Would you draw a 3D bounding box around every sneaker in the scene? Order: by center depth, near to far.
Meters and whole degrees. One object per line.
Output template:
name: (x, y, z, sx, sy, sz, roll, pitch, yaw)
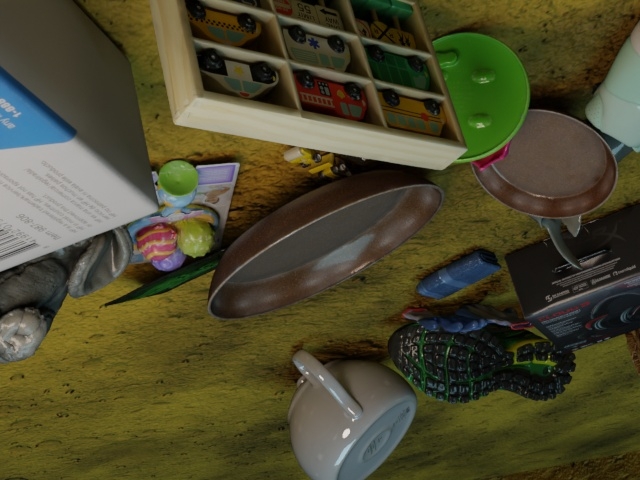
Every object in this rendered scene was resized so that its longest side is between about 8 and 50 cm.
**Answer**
sneaker: (0.413, -0.159, 1.113, 0.256, 0.094, 0.151, 7, 143, -20)
sneaker: (0.256, 0.199, 1.724, 0.344, 0.134, 0.146, 12, -173, -28)

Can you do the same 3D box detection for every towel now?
towel: (0.204, 0.050, 1.513, 0.119, 0.029, 0.067, -30, 151, 31)

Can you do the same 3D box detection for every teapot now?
teapot: (0.031, 0.295, 1.764, 0.253, 0.187, 0.256, -13, 136, -52)

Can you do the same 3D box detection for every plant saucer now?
plant saucer: (0.256, -0.093, 1.162, 0.169, 0.029, 0.168, 16, 141, 13)
plant saucer: (0.000, 0.000, 1.206, 0.311, 0.050, 0.310, -25, 165, -7)

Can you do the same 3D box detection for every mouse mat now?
mouse mat: (-0.157, 0.039, 1.256, 0.190, 0.007, 0.153, -23, 176, 19)

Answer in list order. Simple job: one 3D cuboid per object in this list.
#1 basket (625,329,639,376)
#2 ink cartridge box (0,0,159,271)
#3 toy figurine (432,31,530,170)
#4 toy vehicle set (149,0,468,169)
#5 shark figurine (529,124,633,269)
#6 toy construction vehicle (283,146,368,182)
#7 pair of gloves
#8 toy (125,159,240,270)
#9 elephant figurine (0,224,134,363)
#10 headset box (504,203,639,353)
basket: (0.650, 0.257, 1.867, 0.214, 0.299, 0.223, 1, 151, -29)
ink cartridge box: (-0.371, -0.073, 0.779, 0.395, 0.166, 0.285, -20, 154, 11)
toy figurine: (0.135, -0.123, 1.044, 0.173, 0.130, 0.159, 2, 169, 17)
toy vehicle set: (-0.008, -0.150, 0.818, 0.267, 0.166, 0.035, 6, 148, -37)
shark figurine: (0.307, -0.046, 1.277, 0.166, 0.116, 0.278, -7, 152, -12)
toy construction vehicle: (0.014, -0.099, 1.102, 0.086, 0.035, 0.098, -21, 154, 39)
pair of gloves: (0.236, 0.120, 1.599, 0.198, 0.023, 0.159, -3, -173, -28)
toy: (-0.167, -0.009, 1.156, 0.137, 0.056, 0.237, -7, 154, -14)
elephant figurine: (-0.261, -0.005, 0.994, 0.169, 0.239, 0.186, 51, 158, -26)
headset box: (0.427, 0.064, 1.567, 0.218, 0.110, 0.293, -23, 154, 18)
